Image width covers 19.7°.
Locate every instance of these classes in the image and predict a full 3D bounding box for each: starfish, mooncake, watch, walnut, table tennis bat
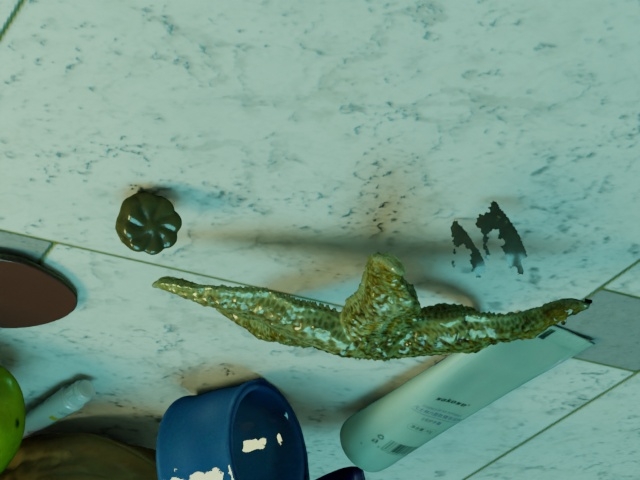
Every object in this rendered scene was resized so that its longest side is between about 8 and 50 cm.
[{"bbox_3d":[0.042,0.074,1.706,0.347,0.078,0.358,6,169,-39],"label":"starfish"},{"bbox_3d":[0.000,-0.005,1.630,0.347,0.057,0.150,-13,111,2],"label":"mooncake"},{"bbox_3d":[-0.075,0.248,1.980,0.171,0.200,0.196,-19,-168,18],"label":"watch"},{"bbox_3d":[-0.271,0.346,2.077,0.313,0.252,0.277,-20,158,24],"label":"walnut"},{"bbox_3d":[-0.333,0.031,1.745,0.138,0.022,0.246,-16,150,26],"label":"table tennis bat"}]

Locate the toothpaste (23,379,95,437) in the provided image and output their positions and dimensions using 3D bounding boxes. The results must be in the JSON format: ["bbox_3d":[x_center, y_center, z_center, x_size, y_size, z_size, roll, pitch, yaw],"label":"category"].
[{"bbox_3d":[-0.306,0.194,2.030,0.190,0.031,0.048,-32,-177,45],"label":"toothpaste"}]

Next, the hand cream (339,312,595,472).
[{"bbox_3d":[0.140,0.163,1.956,0.109,0.067,0.321,22,141,-32],"label":"hand cream"}]

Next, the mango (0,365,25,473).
[{"bbox_3d":[-0.437,0.210,1.923,0.293,0.143,0.175,-27,132,23],"label":"mango"}]
